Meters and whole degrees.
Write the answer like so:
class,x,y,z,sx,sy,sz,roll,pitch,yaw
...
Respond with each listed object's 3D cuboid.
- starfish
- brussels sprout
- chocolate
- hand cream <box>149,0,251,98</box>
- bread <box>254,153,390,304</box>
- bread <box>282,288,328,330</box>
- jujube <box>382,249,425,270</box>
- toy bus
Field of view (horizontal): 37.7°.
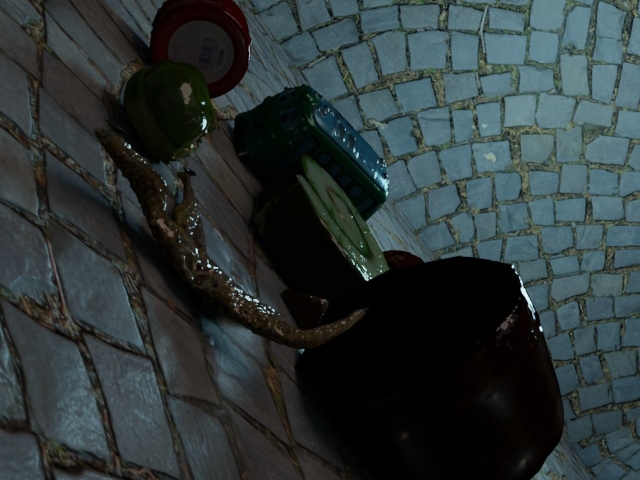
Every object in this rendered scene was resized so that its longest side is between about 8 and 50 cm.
class,x,y,z,sx,sy,sz,roll,pitch,yaw
starfish,-0.129,0.011,1.258,0.398,0.132,0.384,41,4,-4
brussels sprout,-0.226,-0.202,1.424,0.145,0.131,0.183,58,8,-14
chocolate,0.199,0.246,1.488,0.383,0.384,0.331,-96,165,-67
hand cream,-0.225,-0.369,1.760,0.193,0.193,0.125,50,15,-26
bread,0.000,0.000,1.802,0.382,0.129,0.366,37,23,-56
bread,-0.015,0.119,1.581,0.109,0.062,0.043,62,12,16
jujube,0.172,0.122,1.984,0.190,0.190,0.255,51,-5,-23
toy bus,-0.006,-0.176,2.019,0.343,0.199,0.183,41,28,-36
